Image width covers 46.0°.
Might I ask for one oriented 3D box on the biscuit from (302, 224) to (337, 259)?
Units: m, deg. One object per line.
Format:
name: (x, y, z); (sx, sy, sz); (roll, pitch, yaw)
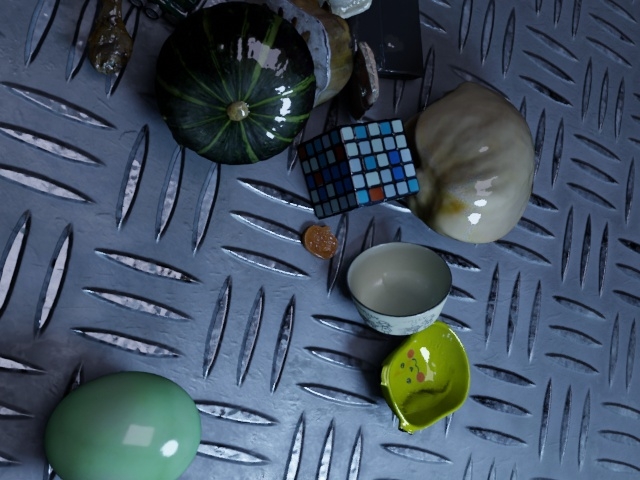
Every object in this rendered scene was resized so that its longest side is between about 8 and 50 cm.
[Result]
biscuit: (0.000, 0.000, 1.718); (0.091, 0.015, 0.078); (35, 65, -24)

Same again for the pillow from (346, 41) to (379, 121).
pillow: (0.093, -0.355, 1.707); (0.043, 0.232, 0.126); (-10, 84, -9)

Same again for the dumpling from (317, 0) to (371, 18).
dumpling: (0.010, -0.602, 1.750); (0.166, 0.126, 0.216); (-44, 116, 11)

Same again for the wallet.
wallet: (0.150, -0.605, 1.866); (0.229, 0.062, 0.405); (-1, 84, -32)

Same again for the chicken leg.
chicken leg: (-0.415, -0.420, 1.494); (0.085, 0.069, 0.197); (-1, 76, -8)

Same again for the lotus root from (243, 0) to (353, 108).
lotus root: (-0.042, -0.425, 1.630); (0.192, 0.272, 0.272); (-36, 103, -40)

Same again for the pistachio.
pistachio: (0.359, -0.191, 1.835); (0.365, 0.281, 0.445); (30, 55, -17)

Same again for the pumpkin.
pumpkin: (-0.166, -0.304, 1.484); (0.324, 0.241, 0.323); (-1, 119, -2)

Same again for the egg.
egg: (-0.346, 0.344, 1.334); (0.270, 0.220, 0.220); (-5, 86, -25)

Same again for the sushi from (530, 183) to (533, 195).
sushi: (0.555, -0.150, 2.070); (0.050, 0.047, 0.099); (15, 93, -18)

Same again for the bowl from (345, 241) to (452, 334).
bowl: (0.180, 0.123, 1.713); (0.238, 0.238, 0.126); (-39, 141, -30)

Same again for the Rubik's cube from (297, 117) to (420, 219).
Rubik's cube: (0.085, -0.162, 1.696); (0.187, 0.182, 0.184); (-14, 91, -32)

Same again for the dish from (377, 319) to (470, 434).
dish: (0.221, 0.316, 1.759); (0.262, 0.108, 0.221); (-30, 100, -33)

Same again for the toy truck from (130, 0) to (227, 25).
toy truck: (-0.286, -0.501, 1.547); (0.216, 0.116, 0.110); (36, 66, -23)
